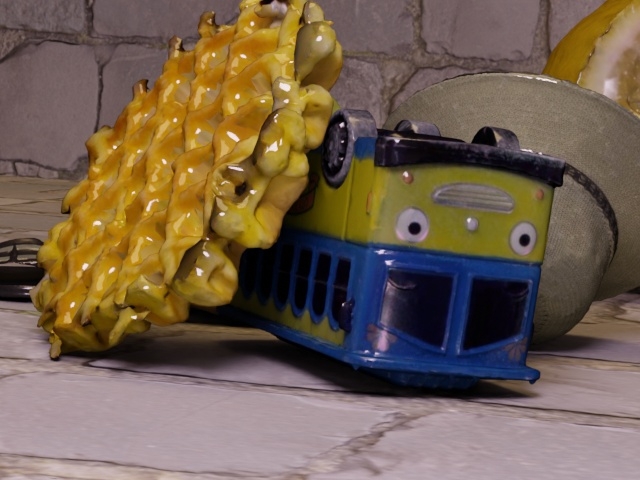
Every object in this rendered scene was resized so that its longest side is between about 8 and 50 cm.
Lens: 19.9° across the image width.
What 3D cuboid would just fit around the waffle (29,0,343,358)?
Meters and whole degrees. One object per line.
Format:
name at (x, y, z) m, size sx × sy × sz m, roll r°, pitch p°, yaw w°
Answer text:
waffle at (-0.092, -0.043, 1.253) m, size 0.062 × 0.329 × 0.329 m, roll 36°, pitch -11°, yaw -26°

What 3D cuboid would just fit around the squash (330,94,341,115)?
squash at (-0.017, -0.078, 2.030) m, size 0.133 × 0.220 × 0.220 m, roll -3°, pitch 7°, yaw -34°

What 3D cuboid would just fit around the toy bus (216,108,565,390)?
toy bus at (0.040, 0.000, 1.257) m, size 0.138 × 0.175 × 0.287 m, roll 7°, pitch 3°, yaw -22°

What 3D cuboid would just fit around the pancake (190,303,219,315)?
pancake at (-0.058, 0.028, 1.611) m, size 0.356 × 0.065 × 0.356 m, roll 5°, pitch 2°, yaw 0°

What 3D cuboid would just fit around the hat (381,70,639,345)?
hat at (0.148, 0.004, 1.408) m, size 0.257 × 0.257 × 0.130 m, roll 5°, pitch 46°, yaw 18°

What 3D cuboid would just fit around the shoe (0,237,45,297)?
shoe at (-0.269, 0.021, 1.614) m, size 0.071 × 0.049 × 0.179 m, roll 2°, pitch 5°, yaw -11°

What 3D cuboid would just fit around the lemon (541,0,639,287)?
lemon at (0.384, -0.106, 1.962) m, size 0.364 × 0.364 × 0.364 m, roll 3°, pitch 4°, yaw 0°
